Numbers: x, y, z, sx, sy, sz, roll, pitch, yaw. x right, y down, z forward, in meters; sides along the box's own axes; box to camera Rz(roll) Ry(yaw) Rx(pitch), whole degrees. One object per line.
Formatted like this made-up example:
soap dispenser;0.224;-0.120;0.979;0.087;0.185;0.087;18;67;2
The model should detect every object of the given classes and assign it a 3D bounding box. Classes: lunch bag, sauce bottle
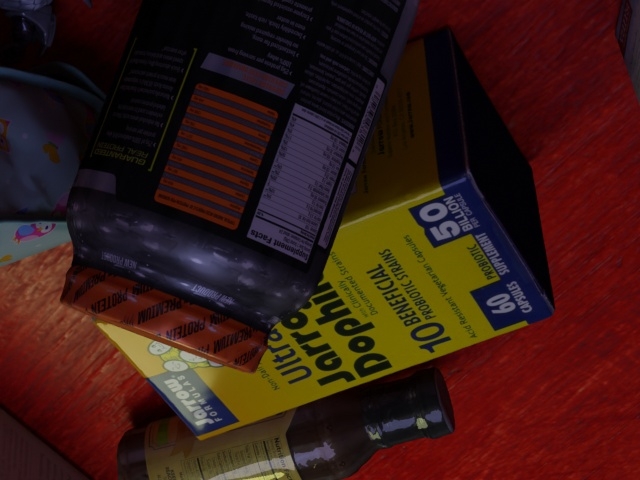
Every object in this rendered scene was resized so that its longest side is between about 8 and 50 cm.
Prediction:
lunch bag;-0.291;-0.050;1.587;0.223;0.160;0.262;-19;172;30
sauce bottle;-0.034;0.205;1.923;0.344;0.111;0.111;-15;134;10

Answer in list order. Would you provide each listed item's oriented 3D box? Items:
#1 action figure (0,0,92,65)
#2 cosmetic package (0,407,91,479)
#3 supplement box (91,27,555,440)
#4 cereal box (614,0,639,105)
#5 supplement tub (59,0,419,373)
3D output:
action figure;-0.296;-0.199;1.506;0.285;0.099;0.185;-9;153;17
cosmetic package;-0.319;0.377;2.039;0.230;0.161;0.453;-26;130;21
supplement box;0.000;0.000;1.659;0.357;0.195;0.194;-21;132;18
cereal box;0.295;-0.157;1.487;0.047;0.240;0.173;-1;136;-7
supplement tub;-0.068;-0.081;1.454;0.207;0.338;0.207;20;174;2
